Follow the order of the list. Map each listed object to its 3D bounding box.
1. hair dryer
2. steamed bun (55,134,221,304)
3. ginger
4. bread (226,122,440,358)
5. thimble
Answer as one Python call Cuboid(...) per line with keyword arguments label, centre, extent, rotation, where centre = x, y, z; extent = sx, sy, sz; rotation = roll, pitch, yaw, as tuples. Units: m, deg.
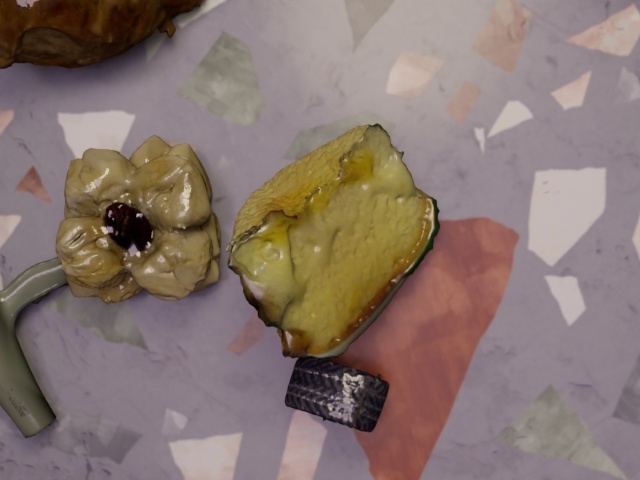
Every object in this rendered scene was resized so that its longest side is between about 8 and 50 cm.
Cuboid(label="hair dryer", centre=(-0.325, 0.109, 1.226), extent=(0.224, 0.088, 0.219), rotation=(-13, 94, -10))
Cuboid(label="steamed bun", centre=(-0.194, -0.027, 1.176), extent=(0.177, 0.106, 0.192), rotation=(3, 82, -8))
Cuboid(label="ginger", centre=(-0.306, -0.319, 1.189), extent=(0.357, 0.152, 0.274), rotation=(23, 61, 1))
Cuboid(label="bread", centre=(-0.008, 0.004, 1.158), extent=(0.251, 0.133, 0.174), rotation=(-48, 116, -25))
Cuboid(label="thimble", centre=(0.019, 0.166, 1.176), extent=(0.104, 0.095, 0.066), rotation=(10, 78, 40))
